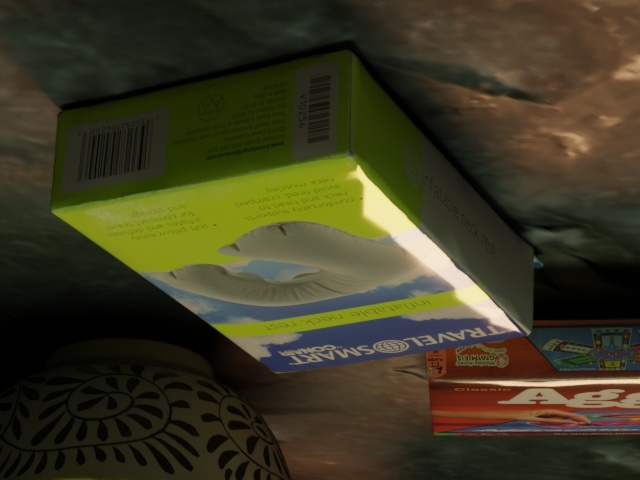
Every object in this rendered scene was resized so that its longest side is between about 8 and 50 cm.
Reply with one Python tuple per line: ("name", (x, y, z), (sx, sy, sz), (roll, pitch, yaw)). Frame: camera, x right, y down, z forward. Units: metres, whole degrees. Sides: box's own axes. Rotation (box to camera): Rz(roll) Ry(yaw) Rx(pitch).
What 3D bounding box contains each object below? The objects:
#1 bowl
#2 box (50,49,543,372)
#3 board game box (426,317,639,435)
("bowl", (-0.086, 0.091, 0.782), (0.170, 0.080, 0.170), (1, 157, 0))
("box", (0.000, 0.000, 0.618), (0.109, 0.042, 0.178), (-10, 153, 24))
("board game box", (0.185, 0.057, 0.735), (0.281, 0.027, 0.145), (-1, 164, 5))
